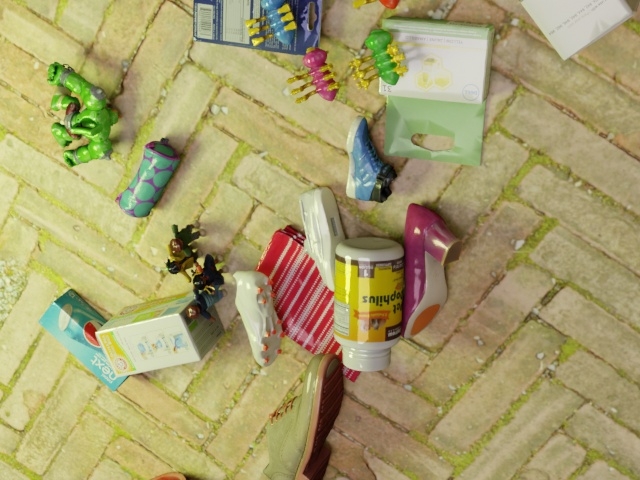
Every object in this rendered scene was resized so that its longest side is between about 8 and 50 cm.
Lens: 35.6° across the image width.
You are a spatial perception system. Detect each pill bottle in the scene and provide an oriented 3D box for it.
[{"bbox_3d":[0.081,0.109,1.699,0.117,0.117,0.215,6,105,18],"label":"pill bottle"}]

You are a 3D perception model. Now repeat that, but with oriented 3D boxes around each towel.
[{"bbox_3d":[-0.005,0.118,1.818,0.275,0.031,0.199,35,120,4],"label":"towel"}]

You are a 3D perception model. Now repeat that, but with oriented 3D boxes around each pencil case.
[{"bbox_3d":[-0.315,-0.112,1.817,0.070,0.064,0.151,28,119,-10],"label":"pencil case"}]

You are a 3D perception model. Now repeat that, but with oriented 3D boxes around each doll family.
[{"bbox_3d":[-0.232,0.060,1.831,0.076,0.111,0.193,-32,98,28],"label":"doll family"}]

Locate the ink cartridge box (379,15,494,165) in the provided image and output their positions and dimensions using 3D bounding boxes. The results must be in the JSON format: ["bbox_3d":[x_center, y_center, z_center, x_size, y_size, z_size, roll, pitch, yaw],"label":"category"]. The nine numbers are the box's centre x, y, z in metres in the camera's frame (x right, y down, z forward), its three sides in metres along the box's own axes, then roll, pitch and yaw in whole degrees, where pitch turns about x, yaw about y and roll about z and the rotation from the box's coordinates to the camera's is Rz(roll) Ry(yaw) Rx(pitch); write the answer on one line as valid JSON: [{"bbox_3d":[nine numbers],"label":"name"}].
[{"bbox_3d":[0.180,-0.233,1.589,0.171,0.056,0.235,9,112,16],"label":"ink cartridge box"}]

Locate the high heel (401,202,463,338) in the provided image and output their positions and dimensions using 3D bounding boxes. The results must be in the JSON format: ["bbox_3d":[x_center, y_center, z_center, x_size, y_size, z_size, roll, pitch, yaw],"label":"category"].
[{"bbox_3d":[0.162,0.056,1.719,0.117,0.082,0.244,46,140,33],"label":"high heel"}]

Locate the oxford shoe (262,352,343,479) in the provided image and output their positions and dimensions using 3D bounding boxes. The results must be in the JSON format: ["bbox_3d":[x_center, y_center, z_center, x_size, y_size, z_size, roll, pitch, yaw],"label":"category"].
[{"bbox_3d":[-0.045,0.346,1.873,0.130,0.123,0.348,23,120,19],"label":"oxford shoe"}]

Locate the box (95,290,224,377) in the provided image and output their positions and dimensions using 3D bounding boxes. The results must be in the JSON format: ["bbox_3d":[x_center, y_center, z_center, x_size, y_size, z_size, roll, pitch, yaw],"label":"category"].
[{"bbox_3d":[-0.307,0.177,1.907,0.203,0.114,0.103,-14,107,25],"label":"box"}]

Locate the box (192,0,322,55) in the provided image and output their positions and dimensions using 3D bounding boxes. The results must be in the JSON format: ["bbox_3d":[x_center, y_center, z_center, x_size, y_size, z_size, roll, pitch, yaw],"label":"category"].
[{"bbox_3d":[-0.101,-0.383,1.639,0.225,0.036,0.136,12,115,16],"label":"box"}]

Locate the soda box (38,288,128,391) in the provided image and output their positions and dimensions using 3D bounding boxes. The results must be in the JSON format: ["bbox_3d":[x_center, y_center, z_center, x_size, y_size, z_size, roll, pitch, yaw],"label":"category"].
[{"bbox_3d":[-0.459,0.199,2.001,0.210,0.067,0.071,42,119,-1],"label":"soda box"}]

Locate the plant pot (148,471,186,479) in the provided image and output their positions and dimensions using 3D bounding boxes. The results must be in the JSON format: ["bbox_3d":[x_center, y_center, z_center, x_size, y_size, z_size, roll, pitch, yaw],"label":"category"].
[{"bbox_3d":[-0.308,0.668,2.046,0.272,0.272,0.265,-27,109,28],"label":"plant pot"}]

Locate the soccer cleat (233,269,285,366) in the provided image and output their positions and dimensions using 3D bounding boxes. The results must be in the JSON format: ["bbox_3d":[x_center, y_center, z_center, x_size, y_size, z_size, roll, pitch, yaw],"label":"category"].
[{"bbox_3d":[-0.115,0.140,1.821,0.076,0.068,0.196,16,124,37],"label":"soccer cleat"}]

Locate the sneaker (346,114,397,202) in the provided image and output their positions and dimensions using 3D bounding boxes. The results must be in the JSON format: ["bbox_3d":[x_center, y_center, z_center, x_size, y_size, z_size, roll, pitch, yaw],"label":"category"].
[{"bbox_3d":[0.090,-0.133,1.659,0.085,0.058,0.152,14,120,21],"label":"sneaker"}]

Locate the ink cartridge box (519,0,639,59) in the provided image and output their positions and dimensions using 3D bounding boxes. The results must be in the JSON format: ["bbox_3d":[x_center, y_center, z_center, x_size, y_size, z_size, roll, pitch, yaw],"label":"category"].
[{"bbox_3d":[0.316,-0.404,1.382,0.115,0.198,0.273,-35,96,29],"label":"ink cartridge box"}]

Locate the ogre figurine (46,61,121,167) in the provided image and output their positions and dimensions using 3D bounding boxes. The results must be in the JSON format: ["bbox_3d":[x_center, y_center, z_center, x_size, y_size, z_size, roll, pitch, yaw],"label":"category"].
[{"bbox_3d":[-0.430,-0.216,1.801,0.118,0.097,0.197,17,106,26],"label":"ogre figurine"}]

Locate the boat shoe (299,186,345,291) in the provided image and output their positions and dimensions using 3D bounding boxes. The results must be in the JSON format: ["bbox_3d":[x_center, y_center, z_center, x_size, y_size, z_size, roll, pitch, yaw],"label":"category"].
[{"bbox_3d":[0.000,0.000,1.739,0.063,0.066,0.184,-8,101,34],"label":"boat shoe"}]

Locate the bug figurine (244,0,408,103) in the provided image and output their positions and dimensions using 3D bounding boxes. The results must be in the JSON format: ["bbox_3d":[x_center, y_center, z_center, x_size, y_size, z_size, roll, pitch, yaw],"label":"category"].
[{"bbox_3d":[0.028,-0.329,1.552,0.279,0.072,0.216,-11,103,30],"label":"bug figurine"}]
